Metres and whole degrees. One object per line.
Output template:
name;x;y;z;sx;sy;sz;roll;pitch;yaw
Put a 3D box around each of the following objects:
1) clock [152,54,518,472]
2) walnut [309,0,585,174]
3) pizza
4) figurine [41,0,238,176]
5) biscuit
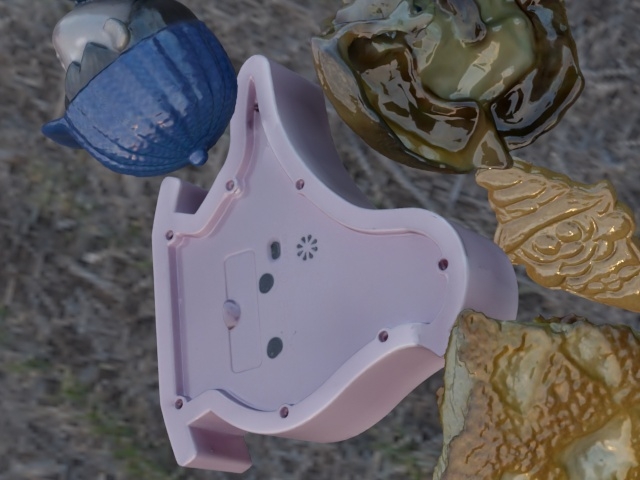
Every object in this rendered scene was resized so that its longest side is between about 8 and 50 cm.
clock;0.000;0.000;1.301;0.275;0.080;0.290;-20;67;31
walnut;0.099;-0.167;1.357;0.238;0.204;0.141;-60;23;-3
pizza;0.114;0.097;0.975;0.182;0.161;0.062;-36;27;-7
figurine;-0.084;-0.099;0.746;0.087;0.086;0.149;-10;88;6
biscuit;0.261;0.000;1.839;0.162;0.250;0.035;-40;19;44
